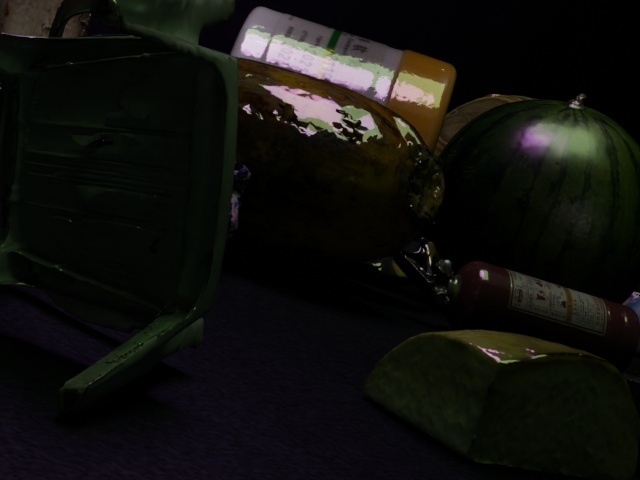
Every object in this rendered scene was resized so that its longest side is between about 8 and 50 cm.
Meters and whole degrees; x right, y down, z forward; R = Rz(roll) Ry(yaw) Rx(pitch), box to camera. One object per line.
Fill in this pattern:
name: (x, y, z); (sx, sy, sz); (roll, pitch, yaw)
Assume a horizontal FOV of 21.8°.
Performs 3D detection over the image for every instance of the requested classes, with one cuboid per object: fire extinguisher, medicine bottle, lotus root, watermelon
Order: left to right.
lotus root: (-0.079, -0.084, 1.511); (0.398, 0.179, 0.196); (13, -11, 22)
medicine bottle: (0.003, -0.107, 1.771); (0.232, 0.237, 0.238); (19, 5, 1)
fire extinguisher: (0.177, 0.059, 1.549); (0.231, 0.071, 0.099); (17, 24, -14)
watermelon: (0.223, -0.025, 1.684); (0.242, 0.242, 0.242); (19, 5, -2)

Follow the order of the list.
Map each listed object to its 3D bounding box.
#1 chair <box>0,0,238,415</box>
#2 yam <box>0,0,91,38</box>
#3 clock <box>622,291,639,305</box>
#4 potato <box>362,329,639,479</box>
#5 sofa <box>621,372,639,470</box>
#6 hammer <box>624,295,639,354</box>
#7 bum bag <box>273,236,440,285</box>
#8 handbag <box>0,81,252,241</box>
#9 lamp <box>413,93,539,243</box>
chair: (-0.135, -0.042, 0.876); (0.191, 0.203, 0.275); (9, 7, 18)
yam: (-0.332, -0.223, 1.854); (0.154, 0.254, 0.154); (10, -3, 0)
clock: (0.400, 0.096, 2.040); (0.229, 0.063, 0.156); (24, 8, 37)
potato: (0.119, 0.089, 1.034); (0.149, 0.081, 0.120); (15, 9, -36)
sofa: (0.192, 0.117, 1.111); (0.118, 0.060, 0.039); (16, 0, -16)
hammer: (0.409, 0.124, 1.834); (0.116, 0.069, 0.194); (18, 14, -18)
bum bag: (0.000, 0.000, 1.618); (0.233, 0.060, 0.107); (16, 5, 22)
handbag: (-0.181, -0.066, 1.328); (0.229, 0.126, 0.208); (30, 6, 14)
lamp: (0.229, -0.033, 1.954); (0.250, 0.250, 0.284); (27, -31, 55)
